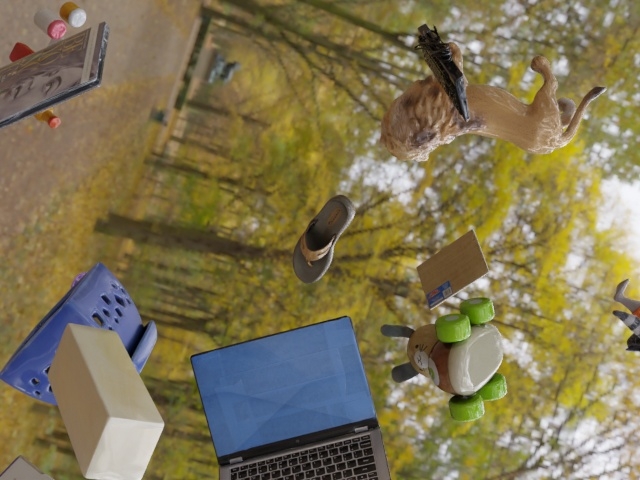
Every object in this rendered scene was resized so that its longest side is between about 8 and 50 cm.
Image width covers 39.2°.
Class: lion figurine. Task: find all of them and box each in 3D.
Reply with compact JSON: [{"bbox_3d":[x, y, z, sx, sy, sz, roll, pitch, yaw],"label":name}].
[{"bbox_3d":[0.308,-0.223,1.591,0.142,0.392,0.240,86,13,-47],"label":"lion figurine"}]

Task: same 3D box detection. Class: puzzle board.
[{"bbox_3d":[0.228,0.051,1.553,0.128,0.011,0.096,-37,-135,26],"label":"puzzle board"}]

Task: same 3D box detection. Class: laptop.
[{"bbox_3d":[-0.068,0.423,1.943,0.408,0.382,0.236,-100,174,-53],"label":"laptop"}]

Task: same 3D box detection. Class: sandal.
[{"bbox_3d":[0.000,0.000,1.932,0.219,0.090,0.060,-56,169,26],"label":"sandal"}]

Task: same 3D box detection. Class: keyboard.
[{"bbox_3d":[0.153,-0.237,1.217,0.192,0.038,0.100,-108,-179,-56],"label":"keyboard"}]

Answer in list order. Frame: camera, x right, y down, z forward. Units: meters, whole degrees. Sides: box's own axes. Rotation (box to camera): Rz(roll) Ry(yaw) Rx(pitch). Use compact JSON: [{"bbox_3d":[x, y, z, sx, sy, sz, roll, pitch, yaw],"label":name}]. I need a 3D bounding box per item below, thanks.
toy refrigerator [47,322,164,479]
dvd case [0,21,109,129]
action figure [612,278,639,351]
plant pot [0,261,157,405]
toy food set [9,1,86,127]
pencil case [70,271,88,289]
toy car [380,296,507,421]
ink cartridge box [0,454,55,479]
[{"bbox_3d":[-0.323,0.236,1.342,0.269,0.094,0.102,42,-68,55],"label":"toy refrigerator"},{"bbox_3d":[-0.393,-0.215,1.226,0.164,0.221,0.018,-99,165,-50],"label":"dvd case"},{"bbox_3d":[0.787,0.250,2.088,0.178,0.330,0.341,-37,-170,-25],"label":"action figure"},{"bbox_3d":[-0.484,0.223,1.868,0.236,0.212,0.236,-44,-169,15],"label":"plant pot"},{"bbox_3d":[-0.513,-0.339,1.721,0.232,0.104,0.111,-57,153,12],"label":"toy food set"},{"bbox_3d":[-0.542,0.134,2.100,0.206,0.088,0.086,137,-30,-69],"label":"pencil case"},{"bbox_3d":[0.175,0.179,1.400,0.188,0.149,0.155,-2,-75,39],"label":"toy car"},{"bbox_3d":[-0.393,0.442,1.098,0.307,0.072,0.303,11,-129,48],"label":"ink cartridge box"}]
